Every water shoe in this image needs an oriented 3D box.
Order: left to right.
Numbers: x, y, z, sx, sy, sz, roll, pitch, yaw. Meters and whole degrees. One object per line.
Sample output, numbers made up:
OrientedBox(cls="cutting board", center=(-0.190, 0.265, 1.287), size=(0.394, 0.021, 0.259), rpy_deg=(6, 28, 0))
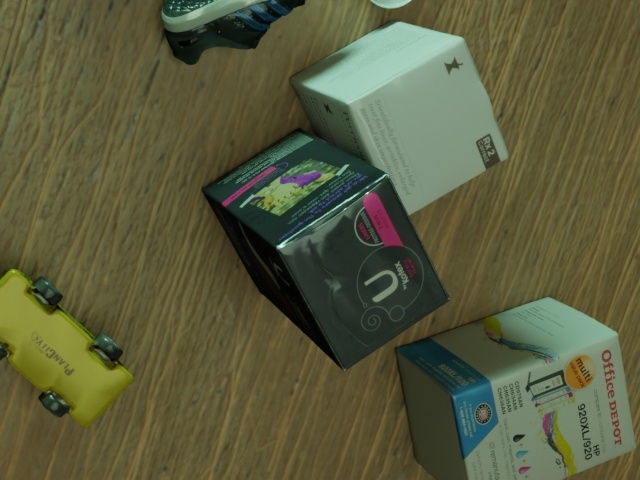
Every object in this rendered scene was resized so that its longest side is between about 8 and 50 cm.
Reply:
OrientedBox(cls="water shoe", center=(-0.077, -0.257, 1.455), size=(0.203, 0.073, 0.080), rpy_deg=(-18, 133, -12))

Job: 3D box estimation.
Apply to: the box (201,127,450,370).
OrientedBox(cls="box", center=(0.000, 0.000, 1.435), size=(0.143, 0.270, 0.165), rpy_deg=(-33, 115, -10))

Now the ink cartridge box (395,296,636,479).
OrientedBox(cls="ink cartridge box", center=(0.244, 0.199, 1.645), size=(0.233, 0.168, 0.171), rpy_deg=(-18, 110, -17))

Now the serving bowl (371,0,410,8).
OrientedBox(cls="serving bowl", center=(0.078, -0.309, 1.512), size=(0.083, 0.027, 0.083), rpy_deg=(-6, 106, -20))

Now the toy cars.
OrientedBox(cls="toy cars", center=(-0.400, 0.109, 1.416), size=(0.394, 0.087, 0.176), rpy_deg=(2, 99, -19))

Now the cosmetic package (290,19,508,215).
OrientedBox(cls="cosmetic package", center=(0.086, -0.140, 1.477), size=(0.151, 0.184, 0.151), rpy_deg=(-30, 113, -11))
